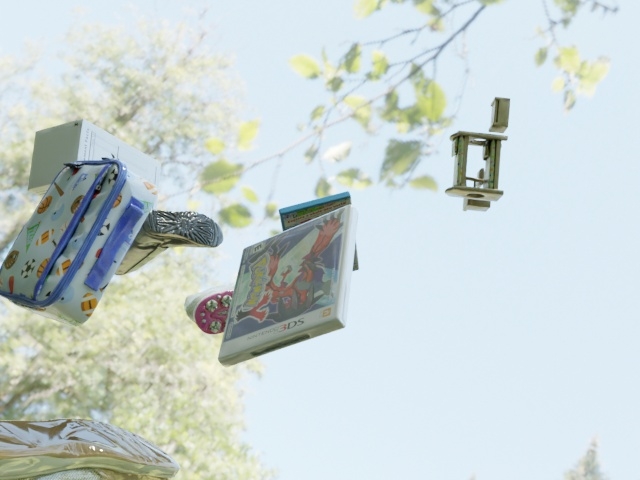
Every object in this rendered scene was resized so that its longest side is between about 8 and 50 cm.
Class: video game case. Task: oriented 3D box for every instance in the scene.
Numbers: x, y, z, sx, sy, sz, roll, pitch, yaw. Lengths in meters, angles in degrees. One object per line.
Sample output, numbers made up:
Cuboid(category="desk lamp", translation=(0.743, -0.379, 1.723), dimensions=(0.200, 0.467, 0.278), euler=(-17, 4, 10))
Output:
Cuboid(category="video game case", translation=(0.000, 0.000, 1.440), dimensions=(0.119, 0.015, 0.166), euler=(-15, -48, -7))
Cuboid(category="video game case", translation=(-0.040, 0.056, 1.119), dimensions=(0.183, 0.201, 0.023), euler=(-22, -53, 27))

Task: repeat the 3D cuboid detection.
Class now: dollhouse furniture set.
Cuboid(category="dollhouse furniture set", translation=(0.283, -0.160, 1.634), dimensions=(0.101, 0.182, 0.161), euler=(6, -11, 0))

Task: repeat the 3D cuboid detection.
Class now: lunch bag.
Cuboid(category="lunch bag", translation=(-0.417, -0.008, 1.505), dimensions=(0.243, 0.303, 0.115), euler=(6, -24, 47))

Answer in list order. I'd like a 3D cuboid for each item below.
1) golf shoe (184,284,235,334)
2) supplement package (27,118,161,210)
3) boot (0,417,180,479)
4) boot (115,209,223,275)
Cuboid(category="golf shoe", translation=(-0.175, 0.136, 2.025), dimensions=(0.140, 0.306, 0.115), euler=(13, -75, 54))
Cuboid(category="supplement package", translation=(-0.465, -0.135, 1.809), dimensions=(0.134, 0.139, 0.244), euler=(-9, -22, 28))
Cuboid(category="boot", translation=(-0.263, 0.279, 0.822), dimensions=(0.095, 0.203, 0.262), euler=(21, 1, 34))
Cuboid(category="boot", translation=(-0.318, 0.014, 1.704), dimensions=(0.189, 0.076, 0.208), euler=(15, -38, -32))
